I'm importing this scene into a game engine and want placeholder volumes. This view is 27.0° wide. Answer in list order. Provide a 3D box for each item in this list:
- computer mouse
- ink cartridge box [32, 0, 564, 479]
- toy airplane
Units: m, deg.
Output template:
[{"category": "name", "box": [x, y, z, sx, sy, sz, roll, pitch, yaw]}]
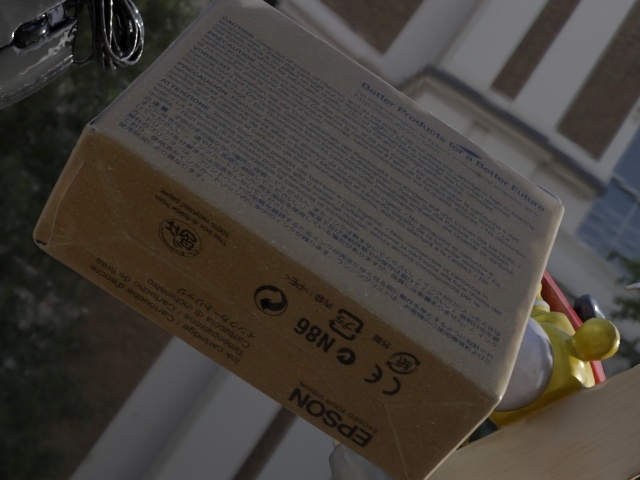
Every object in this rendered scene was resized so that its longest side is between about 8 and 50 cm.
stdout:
[{"category": "computer mouse", "box": [-0.277, -0.170, 1.085, 0.072, 0.272, 0.188, 46, -23, 49]}, {"category": "ink cartridge box", "box": [-0.001, -0.011, 0.710, 0.234, 0.193, 0.088, 34, -55, -1]}, {"category": "toy airplane", "box": [0.195, 0.166, 1.151, 0.384, 0.386, 0.272, 17, -20, 41]}]
